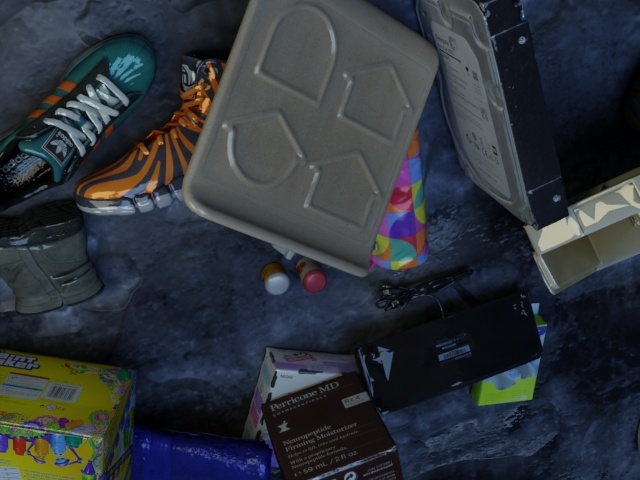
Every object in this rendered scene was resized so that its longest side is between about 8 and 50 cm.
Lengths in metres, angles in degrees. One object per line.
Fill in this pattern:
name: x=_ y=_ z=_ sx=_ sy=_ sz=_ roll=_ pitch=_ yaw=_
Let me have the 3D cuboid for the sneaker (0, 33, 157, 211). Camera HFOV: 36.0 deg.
sneaker: x=-0.327 y=-0.144 z=1.288 sx=0.302 sy=0.121 sz=0.108 roll=-41 pitch=120 yaw=6

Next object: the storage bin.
storage bin: x=0.465 y=-0.039 z=1.442 sx=0.262 sy=0.260 sz=0.123 roll=-26 pitch=84 yaw=31

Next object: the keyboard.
keyboard: x=0.203 y=0.144 z=1.604 sx=0.317 sy=0.033 sz=0.202 roll=-17 pitch=96 yaw=-16

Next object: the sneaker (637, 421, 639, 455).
sneaker: x=0.699 y=0.324 z=1.845 sx=0.151 sy=0.094 sz=0.256 roll=3 pitch=116 yaw=-21

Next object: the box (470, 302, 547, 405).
box: x=0.325 y=0.197 z=1.700 sx=0.109 sy=0.042 sz=0.178 roll=-4 pitch=118 yaw=-15

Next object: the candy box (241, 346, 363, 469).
candy box: x=-0.028 y=0.280 z=1.620 sx=0.164 sy=0.070 sz=0.196 roll=7 pitch=114 yaw=-20

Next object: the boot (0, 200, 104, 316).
boot: x=-0.435 y=0.045 z=1.379 sx=0.246 sy=0.083 sz=0.161 roll=-10 pitch=124 yaw=-10

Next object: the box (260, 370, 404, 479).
box: x=0.024 y=0.343 z=1.508 sx=0.168 sy=0.203 sz=0.167 roll=-19 pitch=120 yaw=-7

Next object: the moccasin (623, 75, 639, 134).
moccasin: x=0.666 y=-0.213 z=1.549 sx=0.379 sy=0.139 sz=0.147 roll=12 pitch=121 yaw=-11

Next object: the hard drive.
hard drive: x=0.229 y=-0.203 z=1.355 sx=0.064 sy=0.237 sz=0.339 roll=-24 pitch=121 yaw=-8

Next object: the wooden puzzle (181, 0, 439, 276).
wooden puzzle: x=-0.012 y=-0.158 z=1.274 sx=0.322 sy=0.080 sz=0.348 roll=22 pitch=83 yaw=-41

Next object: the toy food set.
toy food set: x=0.000 y=0.000 z=1.466 sx=0.111 sy=0.104 sz=0.232 roll=22 pitch=108 yaw=-25

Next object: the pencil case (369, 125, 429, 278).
pencil case: x=0.107 y=-0.065 z=1.472 sx=0.104 sy=0.104 sz=0.236 roll=-12 pitch=117 yaw=-10

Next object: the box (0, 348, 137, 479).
box: x=-0.432 y=0.323 z=1.412 sx=0.289 sy=0.177 sz=0.279 roll=9 pitch=115 yaw=1

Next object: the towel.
towel: x=-0.227 y=0.385 z=1.559 sx=0.308 sy=0.076 sz=0.228 roll=9 pitch=120 yaw=6

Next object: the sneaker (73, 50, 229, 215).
sneaker: x=-0.196 y=-0.157 z=1.335 sx=0.321 sy=0.124 sz=0.180 roll=-21 pitch=116 yaw=-18
